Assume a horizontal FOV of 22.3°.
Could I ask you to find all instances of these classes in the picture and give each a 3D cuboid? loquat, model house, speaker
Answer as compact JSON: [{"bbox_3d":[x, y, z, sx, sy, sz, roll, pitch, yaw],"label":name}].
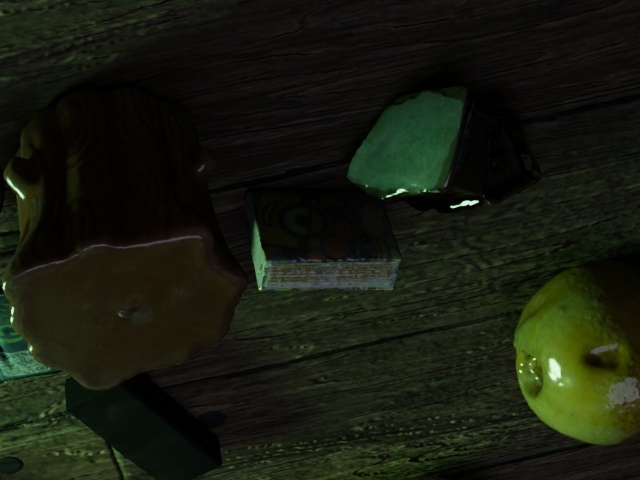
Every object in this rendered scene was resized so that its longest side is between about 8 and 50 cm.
[{"bbox_3d":[0.325,0.133,1.838,0.213,0.213,0.213,-7,138,-7],"label":"loquat"},{"bbox_3d":[0.132,-0.081,1.642,0.152,0.106,0.165,15,168,-43],"label":"model house"},{"bbox_3d":[-0.204,0.214,1.902,0.082,0.044,0.218,-27,137,15],"label":"speaker"}]

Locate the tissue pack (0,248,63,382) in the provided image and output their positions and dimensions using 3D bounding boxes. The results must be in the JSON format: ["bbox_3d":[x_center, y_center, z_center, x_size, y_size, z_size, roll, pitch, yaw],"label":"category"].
[{"bbox_3d":[-0.247,0.066,1.704,0.235,0.073,0.173,-12,144,-2],"label":"tissue pack"}]

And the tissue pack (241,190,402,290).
[{"bbox_3d":[0.000,0.000,1.674,0.148,0.109,0.060,0,135,-15],"label":"tissue pack"}]

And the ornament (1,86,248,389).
[{"bbox_3d":[-0.199,-0.012,1.526,0.221,0.218,0.235,11,133,-25],"label":"ornament"}]

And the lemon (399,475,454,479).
[{"bbox_3d":[0.145,0.392,2.081,0.244,0.187,0.187,14,132,-22],"label":"lemon"}]

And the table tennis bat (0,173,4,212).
[{"bbox_3d":[-0.411,-0.009,1.561,0.236,0.027,0.150,-25,144,-25],"label":"table tennis bat"}]
